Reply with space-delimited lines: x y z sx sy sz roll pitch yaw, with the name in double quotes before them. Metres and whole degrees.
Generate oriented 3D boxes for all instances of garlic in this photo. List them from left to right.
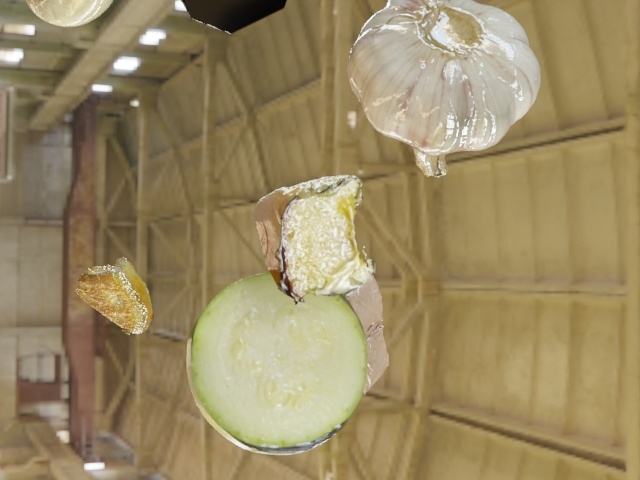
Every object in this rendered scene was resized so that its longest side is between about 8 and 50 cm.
"garlic" 0.157 -0.185 1.398 0.253 0.245 0.245 92 -15 -49

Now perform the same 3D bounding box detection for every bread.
"bread" 0.000 0.000 1.396 0.169 0.140 0.160 174 -99 -76

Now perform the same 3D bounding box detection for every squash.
"squash" -0.056 0.169 1.456 0.049 0.252 0.252 137 -49 -70

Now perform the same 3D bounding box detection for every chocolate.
"chocolate" -0.153 -0.422 1.470 0.177 0.206 0.224 27 -38 53

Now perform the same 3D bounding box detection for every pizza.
"pizza" -0.369 0.093 1.877 0.062 0.161 0.182 -66 147 -35

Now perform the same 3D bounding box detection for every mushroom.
"mushroom" -0.491 -0.527 1.994 0.246 0.202 0.246 10 -75 39

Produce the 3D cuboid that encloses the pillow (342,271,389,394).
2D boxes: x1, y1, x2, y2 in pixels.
"pillow" 0.094 0.188 2.149 0.043 0.126 0.232 4 -65 32
